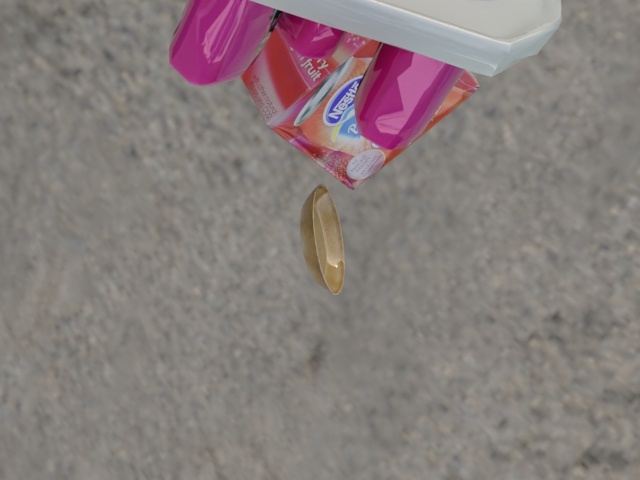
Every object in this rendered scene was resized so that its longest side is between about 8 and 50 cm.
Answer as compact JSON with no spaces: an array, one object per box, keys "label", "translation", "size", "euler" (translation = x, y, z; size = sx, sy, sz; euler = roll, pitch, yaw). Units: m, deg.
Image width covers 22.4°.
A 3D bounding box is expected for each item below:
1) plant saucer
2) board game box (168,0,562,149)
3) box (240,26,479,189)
[{"label":"plant saucer","translation":[0.000,0.000,1.199],"size":[0.015,0.083,0.083],"euler":[-8,123,15]},{"label":"board game box","translation":[-0.137,-0.221,0.402],"size":[0.390,0.390,0.050],"euler":[15,139,-18]},{"label":"box","translation":[-0.007,-0.182,1.211],"size":[0.128,0.257,0.122],"euler":[-38,142,14]}]
